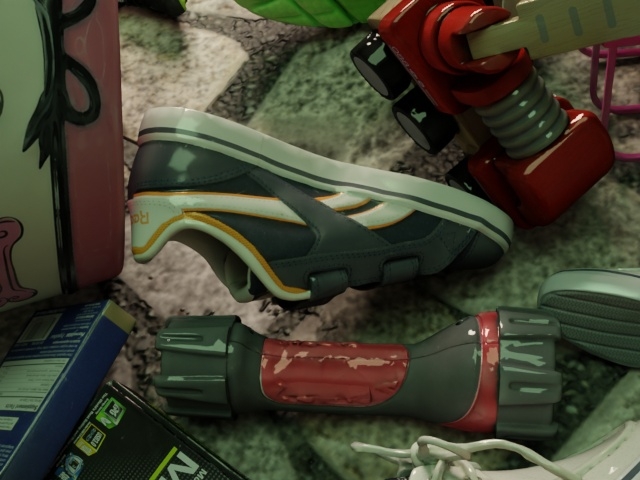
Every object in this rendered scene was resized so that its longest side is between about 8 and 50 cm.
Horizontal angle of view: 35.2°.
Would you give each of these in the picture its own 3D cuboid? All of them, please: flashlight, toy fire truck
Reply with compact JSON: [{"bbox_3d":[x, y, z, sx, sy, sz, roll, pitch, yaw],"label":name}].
[{"bbox_3d":[0.027,0.097,0.775,0.304,0.103,0.103,2,98,6],"label":"flashlight"},{"bbox_3d":[0.168,-0.118,0.779,0.158,0.217,0.246,-41,20,-3],"label":"toy fire truck"}]

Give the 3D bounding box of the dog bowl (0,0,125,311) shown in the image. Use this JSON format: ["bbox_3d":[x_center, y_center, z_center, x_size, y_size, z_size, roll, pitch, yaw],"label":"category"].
[{"bbox_3d":[-0.242,-0.134,0.825,0.150,0.408,0.408,-3,54,-12],"label":"dog bowl"}]

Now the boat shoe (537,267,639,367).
[{"bbox_3d":[0.285,0.056,0.794,0.226,0.083,0.075,15,47,5],"label":"boat shoe"}]

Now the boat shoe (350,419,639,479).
[{"bbox_3d":[0.077,0.194,0.682,0.367,0.136,0.156,-33,75,-6],"label":"boat shoe"}]

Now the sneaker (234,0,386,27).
[{"bbox_3d":[0.082,-0.384,1.087,0.483,0.185,0.202,-32,39,-17],"label":"sneaker"}]

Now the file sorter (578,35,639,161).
[{"bbox_3d":[0.331,-0.234,0.911,0.202,0.182,0.290,-4,54,8],"label":"file sorter"}]

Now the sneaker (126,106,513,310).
[{"bbox_3d":[0.000,0.000,0.810,0.321,0.126,0.127,14,77,-16],"label":"sneaker"}]

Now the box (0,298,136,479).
[{"bbox_3d":[-0.243,0.149,0.789,0.136,0.036,0.225,-10,43,49],"label":"box"}]

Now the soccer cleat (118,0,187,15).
[{"bbox_3d":[-0.212,-0.280,1.113,0.072,0.060,0.179,-45,54,-9],"label":"soccer cleat"}]

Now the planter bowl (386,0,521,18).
[{"bbox_3d":[0.155,-0.236,0.971,0.109,0.162,0.162,-15,50,-34],"label":"planter bowl"}]

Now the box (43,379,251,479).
[{"bbox_3d":[-0.140,0.228,0.733,0.184,0.045,0.190,31,80,29],"label":"box"}]
